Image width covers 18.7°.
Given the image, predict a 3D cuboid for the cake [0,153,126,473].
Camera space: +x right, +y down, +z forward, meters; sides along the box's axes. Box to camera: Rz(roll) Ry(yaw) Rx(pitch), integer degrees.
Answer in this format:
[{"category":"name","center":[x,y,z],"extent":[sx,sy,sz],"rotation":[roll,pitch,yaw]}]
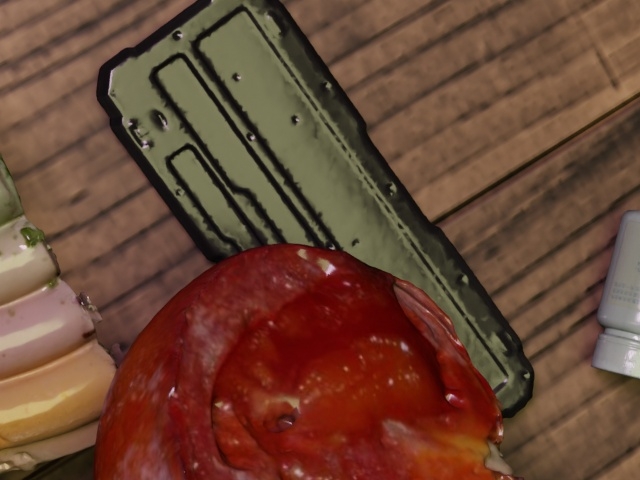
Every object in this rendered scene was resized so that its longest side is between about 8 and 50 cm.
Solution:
[{"category":"cake","center":[-0.170,-0.001,0.847],"extent":[0.090,0.109,0.225],"rotation":[-30,100,-14]}]

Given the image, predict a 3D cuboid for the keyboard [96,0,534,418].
[{"category":"keyboard","center":[0.000,0.000,0.945],"extent":[0.106,0.016,0.262],"rotation":[-38,101,-12]}]

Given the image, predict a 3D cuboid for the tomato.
[{"category":"tomato","center":[-0.005,0.130,0.812],"extent":[0.200,0.139,0.233],"rotation":[2,55,-42]}]

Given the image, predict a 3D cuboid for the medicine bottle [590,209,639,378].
[{"category":"medicine bottle","center":[0.166,0.029,0.979],"extent":[0.047,0.047,0.083],"rotation":[14,88,-16]}]
